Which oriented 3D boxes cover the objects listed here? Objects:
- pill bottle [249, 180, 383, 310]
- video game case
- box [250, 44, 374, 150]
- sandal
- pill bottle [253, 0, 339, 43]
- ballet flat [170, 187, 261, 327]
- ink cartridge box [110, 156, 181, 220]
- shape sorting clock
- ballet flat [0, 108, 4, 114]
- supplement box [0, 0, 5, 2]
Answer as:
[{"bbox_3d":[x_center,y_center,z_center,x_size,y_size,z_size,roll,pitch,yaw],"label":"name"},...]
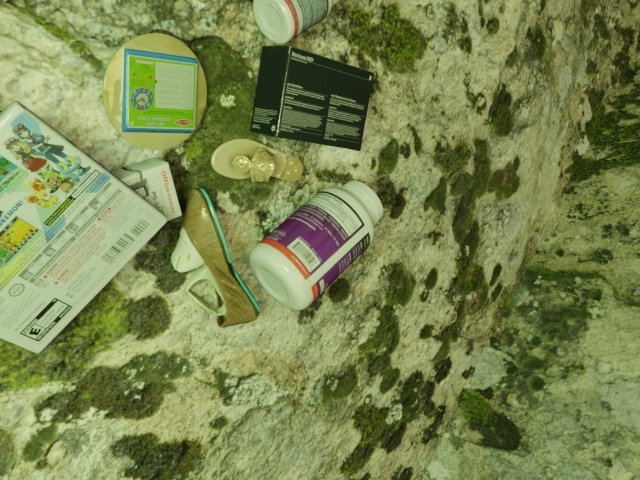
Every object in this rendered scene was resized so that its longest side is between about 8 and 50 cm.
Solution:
[{"bbox_3d":[0.000,0.000,1.265,0.323,0.181,0.182,-42,129,-27],"label":"pill bottle"},{"bbox_3d":[-0.460,-0.001,0.852,0.329,0.036,0.300,-46,135,-1],"label":"video game case"},{"bbox_3d":[-0.013,-0.310,1.203,0.261,0.103,0.185,0,107,-44],"label":"box"},{"bbox_3d":[-0.114,-0.165,1.169,0.239,0.079,0.088,3,102,-45],"label":"sandal"},{"bbox_3d":[-0.040,-0.491,1.111,0.180,0.107,0.108,-42,129,-26],"label":"pill bottle"},{"bbox_3d":[-0.233,0.057,1.127,0.124,0.116,0.343,-27,128,-13],"label":"ballet flat"},{"bbox_3d":[-0.342,-0.076,0.988,0.150,0.063,0.109,-28,122,-35],"label":"ink cartridge box"},{"bbox_3d":[-0.296,-0.267,0.983,0.206,0.040,0.207,-20,118,-43],"label":"shape sorting clock"},{"bbox_3d":[-0.555,-0.163,0.739,0.230,0.077,0.077,-14,116,-42],"label":"ballet flat"},{"bbox_3d":[-0.467,-0.440,0.707,0.111,0.113,0.220,4,102,-44],"label":"supplement box"}]
